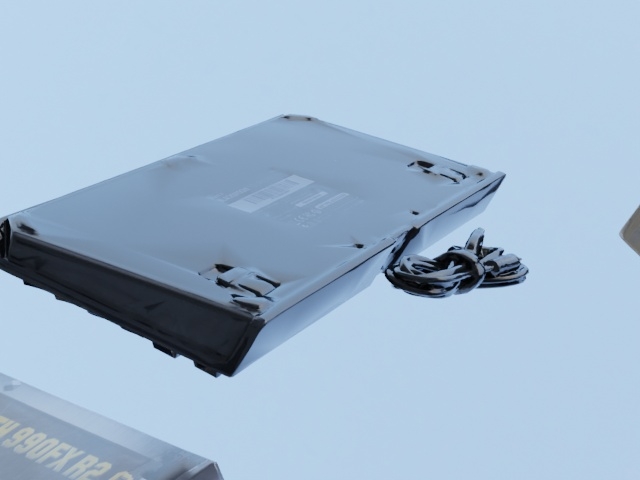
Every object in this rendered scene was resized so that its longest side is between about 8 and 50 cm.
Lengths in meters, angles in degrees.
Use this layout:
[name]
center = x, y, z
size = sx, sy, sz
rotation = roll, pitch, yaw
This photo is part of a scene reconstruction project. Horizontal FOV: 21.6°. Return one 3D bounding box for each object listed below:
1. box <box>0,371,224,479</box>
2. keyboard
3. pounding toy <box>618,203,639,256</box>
[box]
center = -0.161, 0.115, 0.558
size = 0.183, 0.056, 0.231
rotation = -35, -149, -32
[keyboard]
center = 0.000, 0.000, 0.466
size = 0.108, 0.180, 0.023
rotation = 18, -69, 20
[pounding toy]
center = 0.299, -0.034, 0.899
size = 0.206, 0.181, 0.094
rotation = -55, -140, 15
